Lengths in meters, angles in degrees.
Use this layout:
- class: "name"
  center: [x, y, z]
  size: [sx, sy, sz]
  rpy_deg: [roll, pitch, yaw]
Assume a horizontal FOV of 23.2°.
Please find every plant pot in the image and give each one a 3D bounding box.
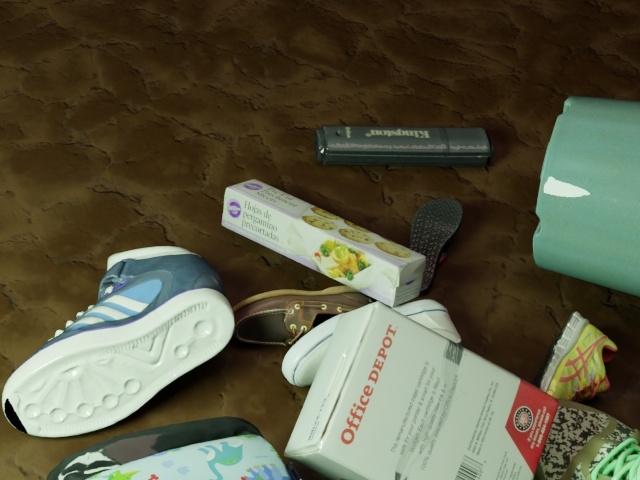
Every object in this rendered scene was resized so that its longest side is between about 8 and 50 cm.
- class: "plant pot"
  center: [0.488, -0.052, 2.185]
  size: [0.334, 0.341, 0.341]
  rpy_deg: [11, 43, 17]

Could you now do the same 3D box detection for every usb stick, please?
- class: "usb stick"
  center: [0.130, -0.147, 2.414]
  size: [0.278, 0.045, 0.077]
  rpy_deg: [0, 45, -7]

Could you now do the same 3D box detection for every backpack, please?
- class: "backpack"
  center: [-0.120, 0.366, 1.726]
  size: [0.290, 0.273, 0.356]
  rpy_deg: [-8, 57, -25]

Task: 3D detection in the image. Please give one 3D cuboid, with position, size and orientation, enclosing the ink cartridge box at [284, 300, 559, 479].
- class: "ink cartridge box"
  center: [0.120, 0.223, 1.855]
  size: [0.273, 0.114, 0.197]
  rpy_deg: [30, 68, -17]

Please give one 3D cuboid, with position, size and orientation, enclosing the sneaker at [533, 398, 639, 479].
- class: "sneaker"
  center: [0.408, 0.297, 1.871]
  size: [0.410, 0.182, 0.158]
  rpy_deg: [34, 63, 26]

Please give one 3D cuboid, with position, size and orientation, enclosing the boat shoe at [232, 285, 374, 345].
- class: "boat shoe"
  center: [-0.020, 0.108, 2.107]
  size: [0.207, 0.073, 0.073]
  rpy_deg: [-9, 44, -16]

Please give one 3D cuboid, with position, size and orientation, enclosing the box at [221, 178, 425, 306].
- class: "box"
  center: [0.000, 0.000, 2.176]
  size: [0.324, 0.063, 0.067]
  rpy_deg: [26, 28, 35]

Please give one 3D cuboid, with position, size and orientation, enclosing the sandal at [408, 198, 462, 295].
- class: "sandal"
  center: [0.156, 0.012, 2.263]
  size: [0.067, 0.040, 0.179]
  rpy_deg: [16, 58, 16]

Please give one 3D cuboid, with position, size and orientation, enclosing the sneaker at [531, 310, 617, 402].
- class: "sneaker"
  center: [0.338, 0.186, 2.074]
  size: [0.094, 0.081, 0.208]
  rpy_deg: [31, 53, 6]

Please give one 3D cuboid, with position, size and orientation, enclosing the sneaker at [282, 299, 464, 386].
- class: "sneaker"
  center: [0.076, 0.146, 2.065]
  size: [0.258, 0.094, 0.091]
  rpy_deg: [-17, 44, -24]

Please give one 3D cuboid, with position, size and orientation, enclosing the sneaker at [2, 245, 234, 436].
- class: "sneaker"
  center: [-0.278, 0.119, 2.051]
  size: [0.322, 0.130, 0.236]
  rpy_deg: [-27, 28, -8]
